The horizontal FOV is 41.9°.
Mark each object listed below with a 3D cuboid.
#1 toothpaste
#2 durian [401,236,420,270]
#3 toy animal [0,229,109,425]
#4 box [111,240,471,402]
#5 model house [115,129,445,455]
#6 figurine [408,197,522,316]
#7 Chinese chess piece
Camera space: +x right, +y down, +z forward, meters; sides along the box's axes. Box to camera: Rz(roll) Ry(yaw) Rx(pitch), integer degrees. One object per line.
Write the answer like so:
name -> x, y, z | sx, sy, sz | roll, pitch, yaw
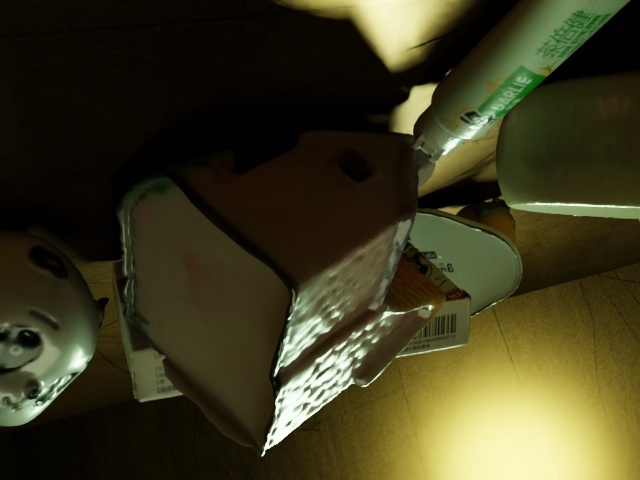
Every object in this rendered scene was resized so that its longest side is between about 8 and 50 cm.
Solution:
toothpaste -> 0.145, -0.138, 0.539 | 0.058, 0.056, 0.314 | -53, -176, -28
durian -> -0.001, -0.008, 0.913 | 0.224, 0.078, 0.140 | 6, -160, 9
toy animal -> -0.316, 0.084, 0.738 | 0.235, 0.165, 0.187 | -11, 151, 0
box -> -0.041, 0.067, 0.922 | 0.354, 0.069, 0.214 | -6, -156, -17
model house -> -0.021, 0.008, 0.732 | 0.237, 0.202, 0.236 | -30, 146, -35
figurine -> 0.163, -0.002, 1.118 | 0.250, 0.166, 0.141 | 7, -143, 27
Chinese chess piece -> 0.283, -0.070, 0.693 | 0.274, 0.102, 0.273 | 3, -179, 0
